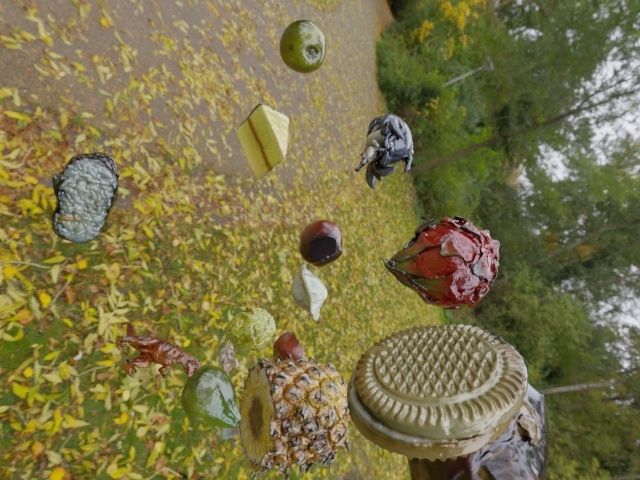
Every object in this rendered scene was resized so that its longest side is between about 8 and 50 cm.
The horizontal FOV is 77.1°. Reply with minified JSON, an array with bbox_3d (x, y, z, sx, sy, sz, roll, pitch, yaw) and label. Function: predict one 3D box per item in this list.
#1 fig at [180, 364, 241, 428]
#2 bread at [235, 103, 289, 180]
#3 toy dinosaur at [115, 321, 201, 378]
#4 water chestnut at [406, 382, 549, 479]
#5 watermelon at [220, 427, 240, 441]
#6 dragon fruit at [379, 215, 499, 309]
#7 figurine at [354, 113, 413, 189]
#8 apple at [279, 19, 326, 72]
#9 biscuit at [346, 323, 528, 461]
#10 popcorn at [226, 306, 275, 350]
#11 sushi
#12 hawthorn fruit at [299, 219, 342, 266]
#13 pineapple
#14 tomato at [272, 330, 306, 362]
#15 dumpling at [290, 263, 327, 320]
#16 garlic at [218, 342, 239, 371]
[{"bbox_3d":[-0.245,0.374,0.933,0.156,0.123,0.123,34,19,9],"label":"fig"},{"bbox_3d":[-0.182,-0.345,1.497,0.163,0.167,0.264,10,52,-55],"label":"bread"},{"bbox_3d":[-0.556,0.335,1.261,0.208,0.431,0.097,14,98,-66],"label":"toy dinosaur"},{"bbox_3d":[0.293,0.419,0.845,0.335,0.346,0.336,15,68,-40],"label":"water chestnut"},{"bbox_3d":[-0.314,0.690,1.478,0.180,0.094,0.081,127,-29,-71],"label":"watermelon"},{"bbox_3d":[0.281,0.065,0.961,0.234,0.292,0.234,-11,90,-86],"label":"dragon fruit"},{"bbox_3d":[0.215,-0.305,1.352,0.197,0.175,0.265,32,63,-35],"label":"figurine"},{"bbox_3d":[-0.066,-0.758,1.583,0.157,0.196,0.196,52,3,42],"label":"apple"},{"bbox_3d":[0.163,0.205,0.590,0.259,0.258,0.079,-50,130,-66],"label":"biscuit"},{"bbox_3d":[-0.361,0.469,2.070,0.236,0.252,0.206,-11,54,-38],"label":"popcorn"},{"bbox_3d":[-0.886,-0.163,1.515,0.210,0.351,0.171,10,20,-26],"label":"sushi"},{"bbox_3d":[0.000,0.000,1.896,0.215,0.215,0.250,54,21,-40],"label":"hawthorn fruit"},{"bbox_3d":[-0.074,0.527,1.220,0.299,0.352,0.353,12,53,-21],"label":"pineapple"},{"bbox_3d":[-0.127,0.486,1.619,0.084,0.225,0.225,-12,84,-29],"label":"tomato"},{"bbox_3d":[-0.033,0.180,1.290,0.181,0.111,0.155,47,14,-19],"label":"dumpling"},{"bbox_3d":[-0.379,0.474,1.633,0.094,0.074,0.113,60,23,-53],"label":"garlic"}]
